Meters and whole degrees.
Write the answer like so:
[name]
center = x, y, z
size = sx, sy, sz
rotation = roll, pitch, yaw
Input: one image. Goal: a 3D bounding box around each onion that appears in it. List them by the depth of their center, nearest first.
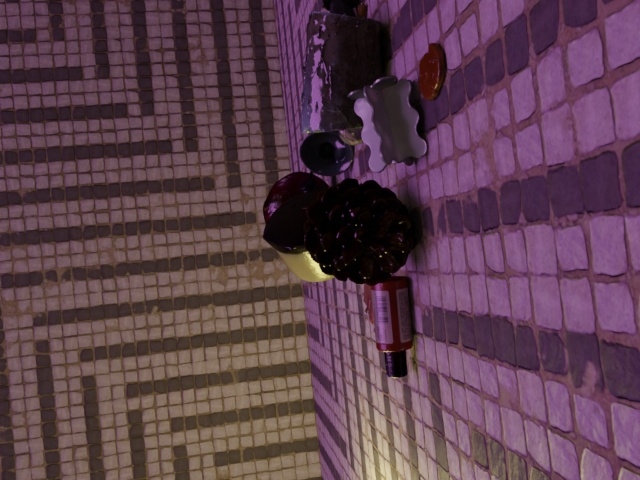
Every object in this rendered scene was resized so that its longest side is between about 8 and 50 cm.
[onion]
center = -0.045, -0.139, 2.437
size = 0.385, 0.347, 0.348
rotation = -21, 72, 44

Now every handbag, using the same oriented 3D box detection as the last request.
[handbag]
center = 0.184, 0.199, 1.864
size = 0.212, 0.059, 0.157
rotation = -109, 17, -58

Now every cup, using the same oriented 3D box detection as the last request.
[cup]
center = 0.030, -0.359, 2.179
size = 0.150, 0.199, 0.199
rotation = -80, -6, -48

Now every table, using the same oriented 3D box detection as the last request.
[table]
center = 0.168, -0.277, 1.439
size = 0.166, 0.166, 0.198
rotation = 145, 111, -79

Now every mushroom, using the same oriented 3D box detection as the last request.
[mushroom]
center = 0.093, -0.392, 1.967
size = 0.278, 0.099, 0.096
rotation = -105, 19, -58

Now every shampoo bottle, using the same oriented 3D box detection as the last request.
[shampoo bottle]
center = 0.202, 0.243, 1.644
size = 0.104, 0.104, 0.278
rotation = -176, 81, -80

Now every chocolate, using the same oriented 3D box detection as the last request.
[chocolate]
center = 0.000, 0.000, 2.152
size = 0.326, 0.314, 0.297
rotation = 15, 145, 53

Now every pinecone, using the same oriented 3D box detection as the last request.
[pinecone]
center = 0.106, -0.028, 1.538
size = 0.296, 0.298, 0.242
rotation = -133, 32, -51

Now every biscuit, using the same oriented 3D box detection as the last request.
[biscuit]
center = 0.245, -0.369, 1.298
size = 0.130, 0.019, 0.102
rotation = 108, 154, -66

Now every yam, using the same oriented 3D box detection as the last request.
[yam]
center = 0.059, -0.465, 1.681
size = 0.241, 0.240, 0.348
rotation = -120, 30, -68

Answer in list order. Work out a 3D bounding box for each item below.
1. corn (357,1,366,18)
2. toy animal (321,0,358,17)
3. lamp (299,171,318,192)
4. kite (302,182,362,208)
[corn]
center = 0.126, -0.684, 1.797
size = 0.028, 0.027, 0.083
rotation = -82, -6, -49
[toy animal]
center = 0.074, -0.710, 1.871
size = 0.245, 0.114, 0.146
rotation = -113, 10, -45
[lamp]
center = -0.038, -0.337, 2.287
size = 0.108, 0.130, 0.371
rotation = 56, -138, -33
[kite]
center = 0.041, -0.143, 2.042
size = 0.189, 0.232, 0.009
rotation = -101, -14, -57
